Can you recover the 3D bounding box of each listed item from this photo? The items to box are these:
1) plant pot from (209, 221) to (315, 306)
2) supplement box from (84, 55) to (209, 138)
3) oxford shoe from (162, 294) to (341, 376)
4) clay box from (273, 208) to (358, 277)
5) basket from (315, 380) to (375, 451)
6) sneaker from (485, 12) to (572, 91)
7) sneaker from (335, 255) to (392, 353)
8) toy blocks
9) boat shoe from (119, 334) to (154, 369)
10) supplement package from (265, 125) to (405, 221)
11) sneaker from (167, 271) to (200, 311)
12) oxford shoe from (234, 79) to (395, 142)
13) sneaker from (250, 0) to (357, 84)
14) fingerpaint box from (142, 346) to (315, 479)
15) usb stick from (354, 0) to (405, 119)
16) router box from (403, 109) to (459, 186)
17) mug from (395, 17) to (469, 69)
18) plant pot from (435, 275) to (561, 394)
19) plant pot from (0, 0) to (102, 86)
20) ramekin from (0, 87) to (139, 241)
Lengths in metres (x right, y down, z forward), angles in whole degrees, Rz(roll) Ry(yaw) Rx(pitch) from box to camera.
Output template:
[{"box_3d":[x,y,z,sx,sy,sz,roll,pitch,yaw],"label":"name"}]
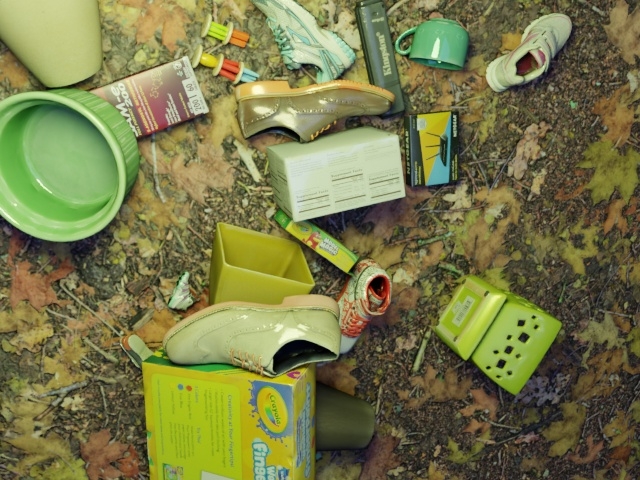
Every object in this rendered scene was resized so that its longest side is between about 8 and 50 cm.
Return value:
[{"box_3d":[-0.161,0.106,1.601,0.212,0.212,0.187,15,113,-20],"label":"plant pot"},{"box_3d":[-0.379,-0.299,1.488,0.240,0.073,0.130,-23,110,-9],"label":"supplement box"},{"box_3d":[-0.149,0.219,1.478,0.397,0.146,0.140,-12,135,4],"label":"oxford shoe"},{"box_3d":[0.000,0.000,1.652,0.222,0.127,0.053,35,93,-22],"label":"clay box"},{"box_3d":[0.013,0.457,1.771,0.227,0.154,0.204,16,82,-25],"label":"basket"},{"box_3d":[0.534,-0.460,1.697,0.252,0.111,0.103,-45,112,-1],"label":"sneaker"},{"box_3d":[0.095,0.181,1.720,0.090,0.145,0.270,16,100,-20],"label":"sneaker"},{"box_3d":[-0.197,-0.415,1.521,0.148,0.054,0.123,16,94,-27],"label":"toy blocks"},{"box_3d":[-0.428,0.281,1.647,0.043,0.049,0.137,-15,118,33],"label":"boat shoe"},{"box_3d":[0.029,-0.160,1.577,0.262,0.204,0.145,-13,109,-13],"label":"supplement package"},{"box_3d":[-0.316,0.125,1.642,0.069,0.038,0.098,22,107,-22],"label":"sneaker"},{"box_3d":[-0.009,-0.285,1.561,0.364,0.130,0.132,-3,86,-6],"label":"oxford shoe"},{"box_3d":[-0.055,-0.449,1.528,0.283,0.110,0.122,33,97,-22],"label":"sneaker"},{"box_3d":[-0.205,0.479,1.616,0.371,0.163,0.444,4,106,17],"label":"fingerpaint box"},{"box_3d":[0.141,-0.426,1.624,0.077,0.045,0.278,-18,108,-11],"label":"usb stick"},{"box_3d":[0.278,-0.230,1.718,0.133,0.046,0.178,-9,107,-14],"label":"router box"},{"box_3d":[0.269,-0.464,1.607,0.158,0.129,0.097,9,99,-18],"label":"mug"},{"box_3d":[0.446,0.230,1.802,0.207,0.227,0.228,31,95,-16],"label":"plant pot"},{"box_3d":[-0.533,-0.449,1.330,0.257,0.256,0.274,-22,126,-10],"label":"plant pot"},{"box_3d":[-0.519,-0.163,1.396,0.304,0.148,0.303,2,113,5],"label":"ramekin"}]
